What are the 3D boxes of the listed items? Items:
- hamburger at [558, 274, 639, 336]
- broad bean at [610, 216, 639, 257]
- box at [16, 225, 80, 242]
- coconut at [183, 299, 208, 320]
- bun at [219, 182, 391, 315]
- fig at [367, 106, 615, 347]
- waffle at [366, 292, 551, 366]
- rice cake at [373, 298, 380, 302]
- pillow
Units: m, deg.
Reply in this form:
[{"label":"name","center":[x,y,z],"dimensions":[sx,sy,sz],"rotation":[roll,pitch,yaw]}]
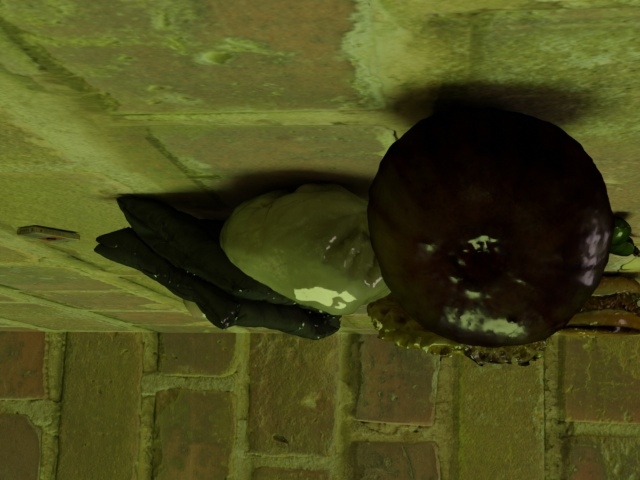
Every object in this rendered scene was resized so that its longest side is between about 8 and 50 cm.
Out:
[{"label":"hamburger","center":[0.529,0.127,2.137],"dimensions":[0.182,0.118,0.191],"rotation":[1,168,19]},{"label":"broad bean","center":[0.415,-0.002,1.574],"dimensions":[0.069,0.039,0.227],"rotation":[4,174,24]},{"label":"box","center":[-0.409,-0.009,1.695],"dimensions":[0.046,0.012,0.083],"rotation":[-7,168,38]},{"label":"coconut","center":[-0.197,0.095,2.046],"dimensions":[0.110,0.110,0.124],"rotation":[-6,176,37]},{"label":"bun","center":[0.000,0.000,1.336],"dimensions":[0.229,0.145,0.229],"rotation":[30,-171,-5]},{"label":"fig","center":[0.150,-0.031,1.059],"dimensions":[0.217,0.217,0.321],"rotation":[0,-166,4]},{"label":"waffle","center":[0.226,0.143,1.815],"dimensions":[0.312,0.060,0.307],"rotation":[7,-171,-6]},{"label":"rice cake","center":[0.210,0.072,1.951],"dimensions":[0.298,0.050,0.106],"rotation":[1,150,3]},{"label":"pillow","center":[-0.120,0.042,1.504],"dimensions":[0.228,0.101,0.326],"rotation":[33,-172,25]}]
